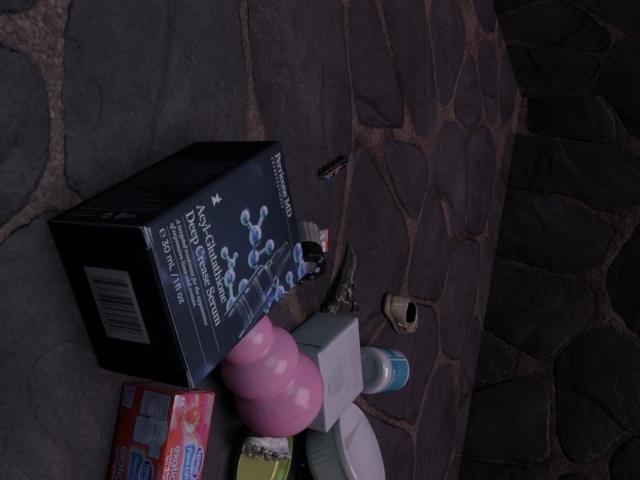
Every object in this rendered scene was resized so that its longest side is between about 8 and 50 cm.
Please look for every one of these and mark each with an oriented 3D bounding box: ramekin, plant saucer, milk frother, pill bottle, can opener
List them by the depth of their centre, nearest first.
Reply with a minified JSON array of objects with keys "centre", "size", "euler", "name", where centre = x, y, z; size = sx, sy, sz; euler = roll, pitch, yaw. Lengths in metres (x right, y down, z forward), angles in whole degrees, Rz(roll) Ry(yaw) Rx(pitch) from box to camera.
[{"centre":[-0.146,0.538,1.574],"size":[0.241,0.037,0.241],"euler":[-14,106,-59],"name":"plant saucer"},{"centre":[-0.070,0.026,1.584],"size":[0.143,0.129,0.135],"euler":[29,27,-29],"name":"milk frother"},{"centre":[0.064,0.595,1.786],"size":[0.273,0.127,0.273],"euler":[55,21,-32],"name":"ramekin"},{"centre":[-0.029,0.690,1.806],"size":[0.059,0.073,0.186],"euler":[-124,-147,-72],"name":"can opener"},{"centre":[0.194,0.413,2.061],"size":[0.264,0.146,0.146],"euler":[21,76,-60],"name":"pill bottle"}]

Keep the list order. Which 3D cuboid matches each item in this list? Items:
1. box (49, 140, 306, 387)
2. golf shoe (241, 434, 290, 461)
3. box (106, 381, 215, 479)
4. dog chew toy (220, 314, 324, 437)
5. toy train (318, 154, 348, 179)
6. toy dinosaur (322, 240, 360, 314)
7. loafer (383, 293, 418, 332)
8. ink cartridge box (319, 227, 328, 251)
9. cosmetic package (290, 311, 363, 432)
[{"centre":[-0.226,0.019,1.168],"size":[0.395,0.211,0.294],"euler":[-45,131,-51],"name":"box"},{"centre":[-0.131,0.464,1.507],"size":[0.176,0.069,0.086],"euler":[46,34,-57],"name":"golf shoe"},{"centre":[-0.296,0.396,1.183],"size":[0.122,0.128,0.257],"euler":[21,75,-60],"name":"box"},{"centre":[-0.124,0.279,1.418],"size":[0.207,0.206,0.332],"euler":[-58,134,-40],"name":"dog chew toy"},{"centre":[0.038,-0.202,1.809],"size":[0.158,0.027,0.036],"euler":[-40,139,-53],"name":"toy train"},{"centre":[0.078,0.143,1.903],"size":[0.118,0.064,0.268],"euler":[55,44,-41],"name":"toy dinosaur"},{"centre":[0.302,0.268,2.293],"size":[0.268,0.092,0.102],"euler":[42,58,-56],"name":"loafer"},{"centre":[0.000,0.000,1.765],"size":[0.115,0.029,0.063],"euler":[-10,102,-60],"name":"ink cartridge box"},{"centre":[0.002,0.340,1.708],"size":[0.224,0.138,0.224],"euler":[-31,121,-55],"name":"cosmetic package"}]
